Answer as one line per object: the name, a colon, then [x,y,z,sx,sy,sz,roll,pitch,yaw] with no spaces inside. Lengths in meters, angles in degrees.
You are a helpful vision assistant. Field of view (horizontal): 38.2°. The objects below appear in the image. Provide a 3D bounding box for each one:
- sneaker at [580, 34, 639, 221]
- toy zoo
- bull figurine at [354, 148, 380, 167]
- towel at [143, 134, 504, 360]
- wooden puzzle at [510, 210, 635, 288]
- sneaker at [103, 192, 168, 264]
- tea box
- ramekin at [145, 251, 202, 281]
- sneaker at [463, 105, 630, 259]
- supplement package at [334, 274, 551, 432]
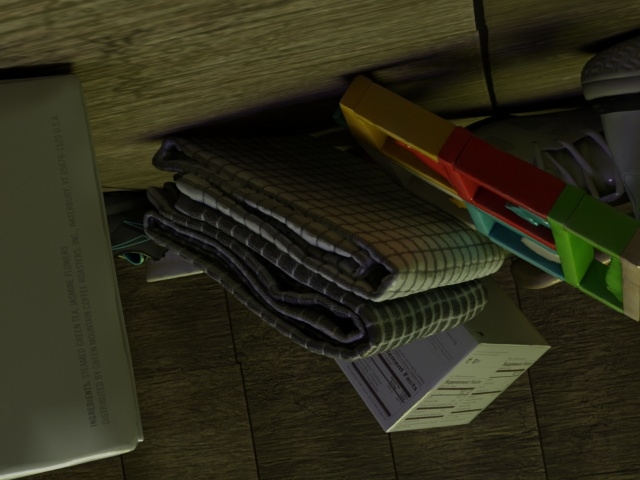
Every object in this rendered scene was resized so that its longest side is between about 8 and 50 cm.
sneaker: [0.388,-0.078,0.680,0.365,0.210,0.137,-10,180,32]
toy zoo: [0.127,-0.039,0.732,0.293,0.030,0.192,32,176,23]
bull figurine: [0.066,-0.049,1.296,0.188,0.101,0.310,-47,168,-8]
towel: [0.000,0.000,0.864,0.283,0.121,0.235,28,-159,29]
wooden puzzle: [0.442,-0.020,1.084,0.347,0.081,0.322,-21,-178,40]
sneaker: [-0.252,-0.021,1.368,0.101,0.106,0.267,-12,180,44]
tea box: [-0.307,0.043,0.615,0.323,0.220,0.329,-9,180,-16]
ramekin: [-0.187,-0.014,1.665,0.277,0.135,0.277,-10,180,0]
sneaker: [0.330,-0.111,1.046,0.447,0.169,0.257,-19,177,-32]
supplement package: [0.099,0.068,1.063,0.145,0.262,0.204,-47,151,20]
